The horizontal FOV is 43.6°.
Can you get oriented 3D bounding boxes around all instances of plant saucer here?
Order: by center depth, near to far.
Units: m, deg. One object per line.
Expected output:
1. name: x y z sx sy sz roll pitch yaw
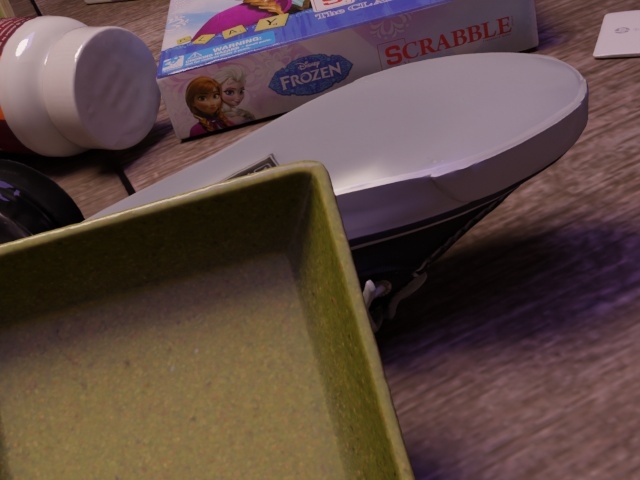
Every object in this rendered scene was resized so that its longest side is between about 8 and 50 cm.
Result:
1. plant saucer: -0.064 0.082 0.320 0.188 0.045 0.188 -15 74 1

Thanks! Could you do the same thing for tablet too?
1. tablet: 0.255 -0.169 0.651 0.054 0.006 0.083 3 38 26

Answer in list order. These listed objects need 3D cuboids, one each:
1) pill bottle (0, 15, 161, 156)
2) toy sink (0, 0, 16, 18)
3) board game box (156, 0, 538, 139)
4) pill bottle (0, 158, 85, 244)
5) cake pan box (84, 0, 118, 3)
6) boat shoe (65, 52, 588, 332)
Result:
1. pill bottle: -0.258 -0.136 0.709 0.221 0.121 0.121 7 40 31
2. toy sink: -0.461 -0.223 0.890 0.131 0.152 0.234 2 37 24
3. board game box: 0.008 -0.234 0.789 0.319 0.065 0.318 -14 34 2
4. pill bottle: -0.212 0.053 0.421 0.123 0.122 0.219 -3 36 18
5. cake pan box: -0.241 -0.436 1.021 0.267 0.245 0.070 5 39 27
6. boat shoe: 0.001 0.003 0.424 0.306 0.105 0.113 -28 39 -6
